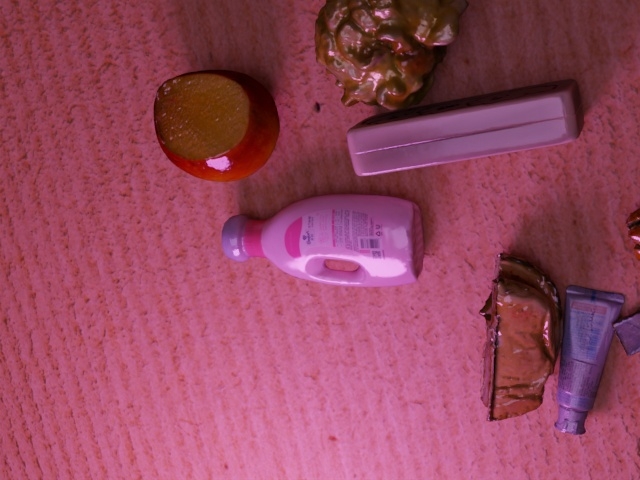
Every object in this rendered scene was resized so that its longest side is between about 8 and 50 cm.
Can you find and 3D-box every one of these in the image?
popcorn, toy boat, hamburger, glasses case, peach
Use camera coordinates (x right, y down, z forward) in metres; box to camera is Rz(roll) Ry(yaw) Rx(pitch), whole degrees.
[{"bbox_3d":[0.100,-0.297,1.438,0.217,0.181,0.235,17,111,14],"label":"popcorn"},{"bbox_3d":[0.514,0.130,1.504,0.115,0.016,0.063,-27,98,16],"label":"toy boat"},{"bbox_3d":[0.315,0.149,1.545,0.131,0.124,0.261,0,112,0],"label":"hamburger"},{"bbox_3d":[0.216,-0.168,1.459,0.337,0.144,0.076,-8,103,21],"label":"glasses case"},{"bbox_3d":[-0.168,-0.188,1.560,0.190,0.192,0.190,-23,58,43],"label":"peach"}]

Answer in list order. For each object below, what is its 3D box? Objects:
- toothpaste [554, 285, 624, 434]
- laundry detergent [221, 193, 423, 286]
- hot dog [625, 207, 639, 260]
[{"bbox_3d":[0.417,0.192,1.552,0.089,0.057,0.234,10,102,14],"label":"toothpaste"},{"bbox_3d":[0.000,0.000,1.621,0.335,0.088,0.159,1,107,21],"label":"laundry detergent"},{"bbox_3d":[0.574,-0.044,1.412,0.269,0.072,0.115,-25,89,25],"label":"hot dog"}]
